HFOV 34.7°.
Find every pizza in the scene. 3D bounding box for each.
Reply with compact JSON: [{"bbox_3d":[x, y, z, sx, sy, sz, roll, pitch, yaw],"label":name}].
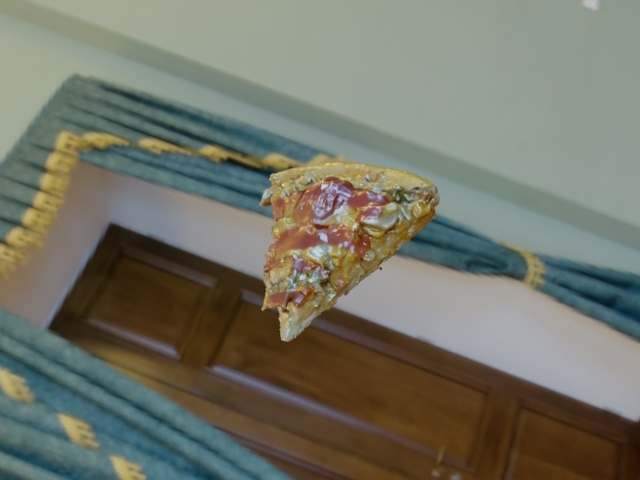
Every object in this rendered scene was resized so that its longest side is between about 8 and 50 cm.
[{"bbox_3d":[0.000,0.000,0.926,0.062,0.188,0.199,58,-135,-42],"label":"pizza"}]
